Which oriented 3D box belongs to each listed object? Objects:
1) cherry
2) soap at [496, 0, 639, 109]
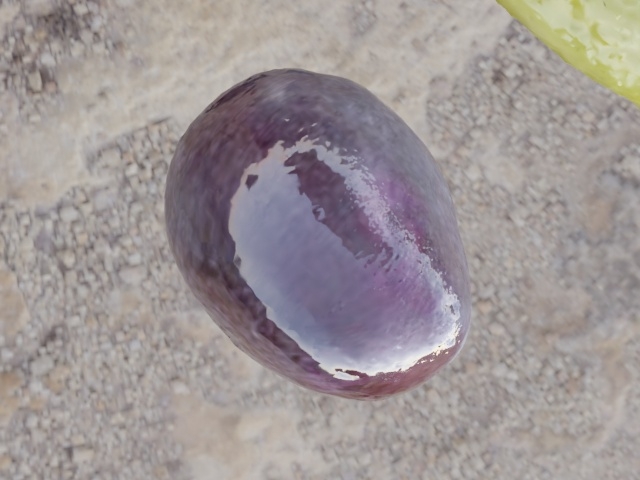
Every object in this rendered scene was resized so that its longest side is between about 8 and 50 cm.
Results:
[{"bbox_3d":[0.002,0.003,0.670,0.140,0.176,0.176,-26,120,5],"label":"cherry"},{"bbox_3d":[0.101,-0.219,0.305,0.306,0.115,0.427,-42,101,-2],"label":"soap"}]
